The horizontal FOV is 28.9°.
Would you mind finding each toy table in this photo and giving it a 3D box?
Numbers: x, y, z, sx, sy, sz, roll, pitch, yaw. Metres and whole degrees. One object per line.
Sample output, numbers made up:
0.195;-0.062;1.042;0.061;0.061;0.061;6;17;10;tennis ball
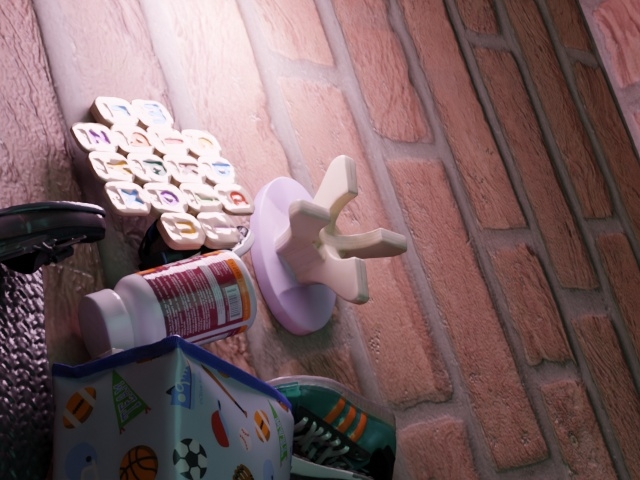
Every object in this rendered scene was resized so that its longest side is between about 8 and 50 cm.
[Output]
0.000;0.000;2.003;0.252;0.161;0.274;5;65;-48;toy table

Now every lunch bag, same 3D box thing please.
-0.157;0.331;1.515;0.385;0.238;0.328;33;50;-56;lunch bag

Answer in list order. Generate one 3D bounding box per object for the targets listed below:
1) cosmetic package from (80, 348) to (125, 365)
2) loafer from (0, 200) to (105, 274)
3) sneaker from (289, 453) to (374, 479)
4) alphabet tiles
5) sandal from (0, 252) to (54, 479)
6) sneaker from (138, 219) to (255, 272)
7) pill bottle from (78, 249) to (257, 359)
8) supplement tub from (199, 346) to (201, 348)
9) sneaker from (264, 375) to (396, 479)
-0.278;0.179;1.598;0.060;0.115;0.041;16;56;-42;cosmetic package
-0.385;0.009;1.508;0.302;0.109;0.095;-3;76;-49;loafer
-0.027;0.387;1.794;0.283;0.107;0.124;22;61;-31;sneaker
-0.231;-0.101;1.842;0.278;0.021;0.284;-3;53;-48;alphabet tiles
-0.408;0.165;1.485;0.167;0.107;0.446;31;34;-33;sandal
-0.186;-0.001;1.848;0.121;0.079;0.217;57;39;-9;sneaker
-0.207;0.095;1.688;0.221;0.121;0.121;-15;79;-31;pill bottle
-0.175;0.206;1.740;0.071;0.071;0.107;-32;93;-53;supplement tub
0.015;0.293;1.878;0.302;0.108;0.121;25;46;-40;sneaker
